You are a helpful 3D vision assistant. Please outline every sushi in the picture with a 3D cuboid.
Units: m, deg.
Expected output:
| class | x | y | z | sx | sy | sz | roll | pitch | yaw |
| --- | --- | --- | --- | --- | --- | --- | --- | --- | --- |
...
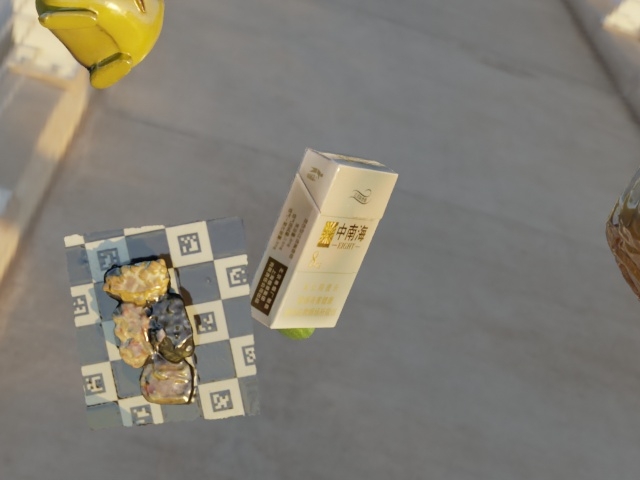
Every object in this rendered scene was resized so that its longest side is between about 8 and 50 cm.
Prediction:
| class | x | y | z | sx | sy | sz | roll | pitch | yaw |
| --- | --- | --- | --- | --- | --- | --- | --- | --- | --- |
| sushi | -0.166 | 0.092 | 1.386 | 0.192 | 0.215 | 0.050 | -6 | 6 | 2 |

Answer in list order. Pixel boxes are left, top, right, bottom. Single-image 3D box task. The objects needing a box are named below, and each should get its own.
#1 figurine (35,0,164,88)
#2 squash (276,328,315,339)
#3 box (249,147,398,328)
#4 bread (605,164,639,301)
| class | x | y | z | sx | sy | sz | roll | pitch | yaw |
| --- | --- | --- | --- | --- | --- | --- | --- | --- | --- |
| figurine | -0.294 | -0.373 | 1.773 | 0.169 | 0.218 | 0.326 | -22 | 49 | 9 |
| squash | -0.051 | 0.079 | 2.012 | 0.077 | 0.219 | 0.068 | 6 | 53 | 11 |
| box | 0.000 | 0.000 | 1.811 | 0.067 | 0.242 | 0.155 | 30 | 15 | 30 |
| bread | 0.346 | 0.023 | 1.125 | 0.149 | 0.274 | 0.274 | -25 | 38 | -3 |
